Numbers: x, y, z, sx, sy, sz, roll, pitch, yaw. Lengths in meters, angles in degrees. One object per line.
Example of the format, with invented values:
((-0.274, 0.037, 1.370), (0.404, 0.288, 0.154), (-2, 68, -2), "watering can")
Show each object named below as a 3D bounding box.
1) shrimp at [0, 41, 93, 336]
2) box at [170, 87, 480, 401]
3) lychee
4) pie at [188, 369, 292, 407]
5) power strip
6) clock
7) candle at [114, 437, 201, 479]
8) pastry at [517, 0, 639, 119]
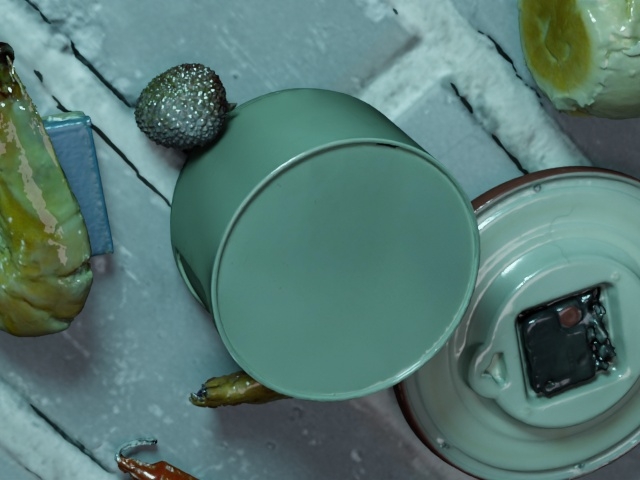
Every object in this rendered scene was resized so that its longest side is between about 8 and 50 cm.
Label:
((-0.255, -0.049, 1.303), (0.145, 0.061, 0.267), (1, 116, 24), "shrimp")
((0.000, 0.000, 1.378), (0.226, 0.149, 0.226), (-7, 114, -17), "box")
((-0.108, -0.107, 1.346), (0.083, 0.068, 0.067), (-13, 74, -11), "lychee")
((-0.035, 0.122, 1.461), (0.170, 0.092, 0.034), (-11, 75, -16), "pie")
((-0.205, -0.044, 1.353), (0.056, 0.032, 0.123), (-13, 115, -15), "power strip")
((0.215, 0.084, 1.531), (0.319, 0.080, 0.318), (-8, 114, -17), "clock")
((-0.114, 0.224, 1.489), (0.162, 0.053, 0.048), (33, 92, -25), "candle")
((0.230, -0.176, 1.389), (0.088, 0.166, 0.165), (-15, 116, -20), "pastry")
